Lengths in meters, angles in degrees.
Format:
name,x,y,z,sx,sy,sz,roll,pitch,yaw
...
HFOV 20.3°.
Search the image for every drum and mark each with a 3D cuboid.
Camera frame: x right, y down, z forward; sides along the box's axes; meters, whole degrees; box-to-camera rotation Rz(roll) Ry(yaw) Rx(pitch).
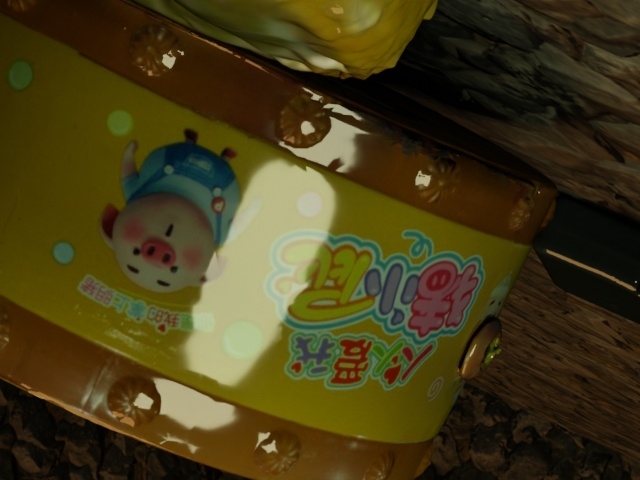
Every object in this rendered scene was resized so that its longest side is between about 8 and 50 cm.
name,x,y,z,sx,sy,sz,roll,pitch,yaw
drum,-0.080,-0.028,1.094,0.431,0.214,0.431,26,-173,-3

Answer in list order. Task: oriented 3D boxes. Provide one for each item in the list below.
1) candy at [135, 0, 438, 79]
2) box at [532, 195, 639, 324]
name,x,y,z,sx,sy,sz,roll,pitch,yaw
candy,-0.062,-0.165,0.778,0.260,0.118,0.260,30,177,2
box,0.276,0.044,1.351,0.230,0.050,0.160,25,174,19
